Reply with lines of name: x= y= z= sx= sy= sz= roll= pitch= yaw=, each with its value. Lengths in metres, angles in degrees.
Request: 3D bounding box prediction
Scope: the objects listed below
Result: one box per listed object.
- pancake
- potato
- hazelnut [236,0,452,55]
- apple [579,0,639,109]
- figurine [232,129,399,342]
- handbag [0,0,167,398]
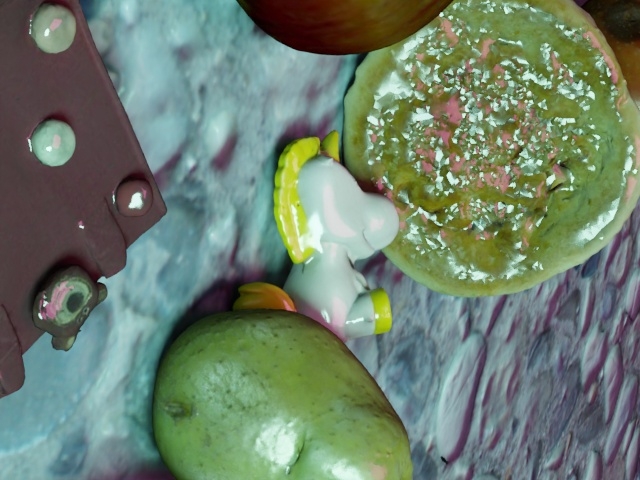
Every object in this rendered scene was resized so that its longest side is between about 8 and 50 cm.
pancake: x=0.144 y=-0.081 z=0.980 sx=0.049 sy=0.282 sz=0.283 roll=-75 pitch=168 yaw=-72
potato: x=-0.021 y=0.135 z=0.837 sx=0.157 sy=0.194 sz=0.157 roll=-47 pitch=151 yaw=-37
hazelnut: x=0.023 y=-0.240 z=0.750 sx=0.217 sy=0.217 sz=0.251 roll=-59 pitch=145 yaw=-25
apple: x=0.338 y=-0.174 z=1.262 sx=0.230 sy=0.230 sz=0.230 roll=-27 pitch=124 yaw=-50
figurine: x=0.007 y=-0.001 z=0.931 sx=0.129 sy=0.109 sz=0.178 roll=16 pitch=85 yaw=-36
handbag: x=-0.187 y=-0.022 z=0.633 sx=0.203 sy=0.074 sz=0.216 roll=-52 pitch=141 yaw=-32
